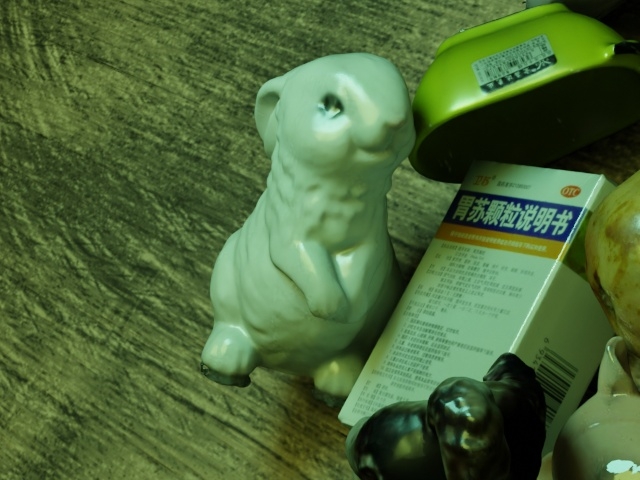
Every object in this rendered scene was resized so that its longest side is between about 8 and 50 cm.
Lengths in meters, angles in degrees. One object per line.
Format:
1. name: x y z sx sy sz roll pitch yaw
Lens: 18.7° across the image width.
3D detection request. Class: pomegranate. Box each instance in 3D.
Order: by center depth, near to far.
1. pomegranate: 0.327 0.015 1.678 0.207 0.207 0.207 -23 49 29

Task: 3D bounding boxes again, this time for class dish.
1. dish: 0.199 -0.157 1.896 0.262 0.221 0.108 -22 70 18

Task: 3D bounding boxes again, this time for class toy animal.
1. toy animal: 0.122 0.266 1.525 0.194 0.302 0.344 -11 84 -4
2. toy animal: 0.275 0.225 1.618 0.166 0.154 0.250 -49 38 16
3. toy animal: 0.002 -0.026 1.895 0.258 0.194 0.357 -105 25 -63

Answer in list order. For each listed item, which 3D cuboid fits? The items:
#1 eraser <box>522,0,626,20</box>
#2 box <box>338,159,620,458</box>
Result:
1. eraser: 0.282 -0.263 1.925 0.204 0.243 0.059 -35 84 19
2. box: 0.169 0.080 1.828 0.200 0.106 0.299 12 69 57
